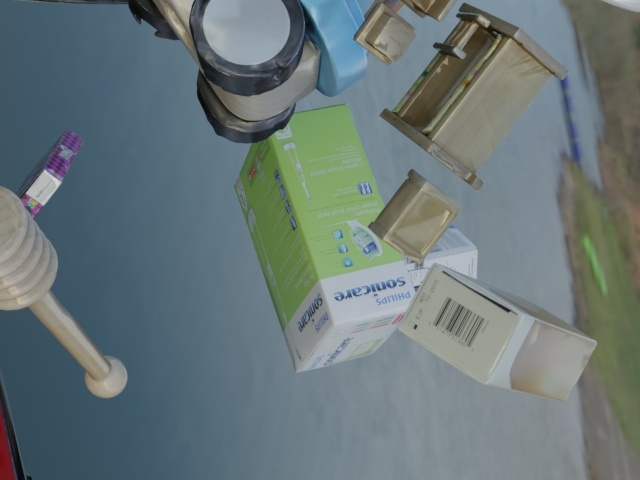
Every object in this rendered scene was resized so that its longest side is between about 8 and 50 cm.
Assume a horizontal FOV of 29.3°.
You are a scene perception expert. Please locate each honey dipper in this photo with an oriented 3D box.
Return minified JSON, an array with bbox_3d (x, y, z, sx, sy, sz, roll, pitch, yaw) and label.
[{"bbox_3d":[-0.098,0.029,0.450,0.160,0.030,0.030,78,8,-64],"label":"honey dipper"}]

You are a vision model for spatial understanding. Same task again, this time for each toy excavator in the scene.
[{"bbox_3d":[-0.013,-0.382,1.253,0.433,0.445,0.222,56,-10,9],"label":"toy excavator"}]

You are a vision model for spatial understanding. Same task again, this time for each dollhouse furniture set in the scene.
[{"bbox_3d":[0.054,-0.109,0.910,0.161,0.182,0.101,34,7,-30],"label":"dollhouse furniture set"}]

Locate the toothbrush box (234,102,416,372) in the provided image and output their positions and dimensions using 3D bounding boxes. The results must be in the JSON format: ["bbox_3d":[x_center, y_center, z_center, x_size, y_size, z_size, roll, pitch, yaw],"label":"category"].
[{"bbox_3d":[0.000,0.000,1.574,0.206,0.122,0.283,121,-46,-63],"label":"toothbrush box"}]

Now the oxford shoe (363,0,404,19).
[{"bbox_3d":[0.030,-0.319,1.675,0.097,0.271,0.098,55,28,-5],"label":"oxford shoe"}]

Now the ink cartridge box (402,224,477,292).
[{"bbox_3d":[0.114,0.031,1.792,0.139,0.191,0.082,-130,-149,-56],"label":"ink cartridge box"}]

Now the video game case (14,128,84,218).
[{"bbox_3d":[-0.473,-0.064,1.974,0.042,0.210,0.232,38,15,-14],"label":"video game case"}]

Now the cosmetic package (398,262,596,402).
[{"bbox_3d":[0.096,0.050,0.647,0.115,0.060,0.041,20,100,-59],"label":"cosmetic package"}]

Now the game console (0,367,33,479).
[{"bbox_3d":[-0.188,0.319,0.885,0.342,0.060,0.386,-127,-154,-65],"label":"game console"}]

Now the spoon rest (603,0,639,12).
[{"bbox_3d":[0.178,-0.216,0.862,0.137,0.276,0.084,-32,133,-50],"label":"spoon rest"}]

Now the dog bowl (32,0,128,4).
[{"bbox_3d":[-0.366,-0.428,1.684,0.408,0.408,0.150,-52,149,-69],"label":"dog bowl"}]
